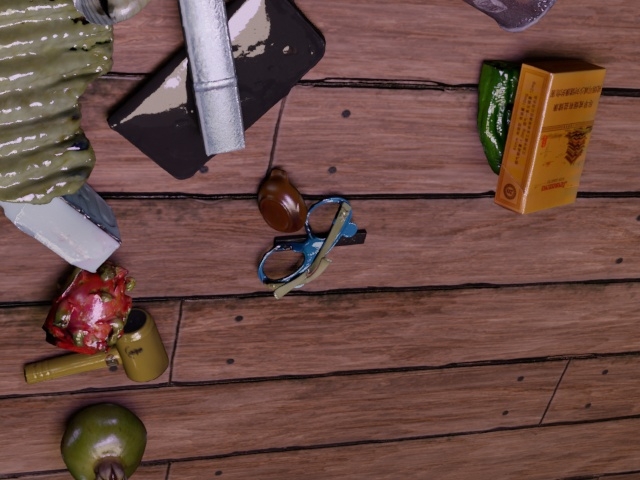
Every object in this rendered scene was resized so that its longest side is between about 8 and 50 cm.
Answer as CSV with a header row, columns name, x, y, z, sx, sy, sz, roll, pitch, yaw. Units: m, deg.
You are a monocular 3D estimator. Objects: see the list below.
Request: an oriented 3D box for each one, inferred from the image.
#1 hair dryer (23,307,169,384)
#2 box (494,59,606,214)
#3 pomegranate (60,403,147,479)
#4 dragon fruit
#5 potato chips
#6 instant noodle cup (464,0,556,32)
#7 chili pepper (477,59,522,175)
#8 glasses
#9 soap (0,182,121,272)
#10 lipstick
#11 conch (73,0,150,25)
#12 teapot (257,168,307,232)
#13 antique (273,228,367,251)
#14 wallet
name,x,y,z,sx,sy,sz,roll,pitch,yaw
hair dryer,-0.453,0.228,1.988,0.279,0.090,0.135,-13,132,-2
box,0.431,-0.196,1.887,0.174,0.076,0.274,-11,119,-39
pomegranate,-0.443,0.429,2.080,0.179,0.210,0.179,1,87,-28
dragon fruit,-0.425,0.120,1.853,0.160,0.166,0.172,19,91,12
potato chips,-0.512,-0.249,1.527,0.389,0.097,0.373,10,101,-24
instant noodle cup,0.266,-0.468,1.595,0.207,0.217,0.217,18,120,-24
chili pepper,0.345,-0.228,1.907,0.099,0.083,0.253,-19,128,-8
glasses,-0.033,0.021,1.909,0.102,0.207,0.239,45,102,-1
soap,-0.444,-0.059,1.701,0.091,0.145,0.230,-40,131,13
lipstick,-0.175,-0.284,1.605,0.078,0.076,0.289,-10,122,-5
conch,-0.305,-0.401,1.497,0.153,0.102,0.135,-30,142,1
teapot,-0.068,-0.075,1.885,0.098,0.078,0.129,8,133,29
antique,0.000,0.000,2.008,0.192,0.015,0.031,-5,128,-17
wallet,-0.167,-0.267,1.697,0.377,0.051,0.197,-40,128,13
